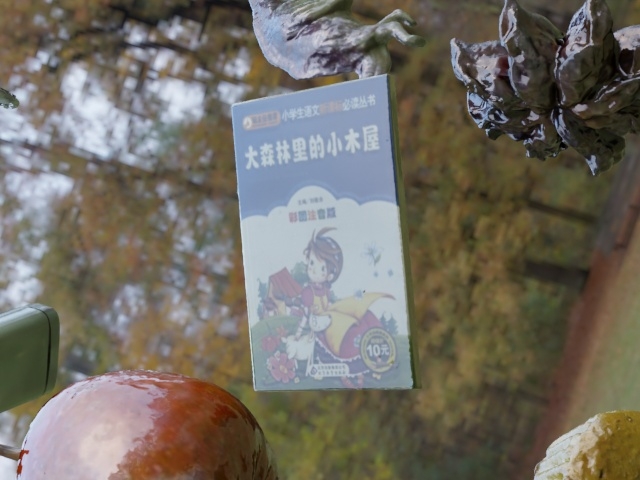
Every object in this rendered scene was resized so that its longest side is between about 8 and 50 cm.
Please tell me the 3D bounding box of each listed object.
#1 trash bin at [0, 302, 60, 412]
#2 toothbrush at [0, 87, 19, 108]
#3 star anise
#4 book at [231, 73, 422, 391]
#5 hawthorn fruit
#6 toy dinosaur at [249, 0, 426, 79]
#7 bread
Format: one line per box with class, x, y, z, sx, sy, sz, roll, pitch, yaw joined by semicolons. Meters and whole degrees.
trash bin;-0.375;0.144;1.739;0.130;0.059;0.116;-21;-61;-63
toothbrush;-0.513;-0.254;1.812;0.418;0.042;0.040;32;-122;-59
star anise;0.249;-0.144;1.428;0.223;0.236;0.109;-43;35;48
book;0.000;0.000;1.517;0.018;0.228;0.322;-5;-91;-50
hawthorn fruit;-0.157;0.217;1.280;0.231;0.263;0.235;-41;-43;0
toy dinosaur;0.017;-0.241;1.642;0.162;0.294;0.077;-34;-41;-9
bread;0.384;0.327;1.806;0.139;0.240;0.240;-28;37;66
